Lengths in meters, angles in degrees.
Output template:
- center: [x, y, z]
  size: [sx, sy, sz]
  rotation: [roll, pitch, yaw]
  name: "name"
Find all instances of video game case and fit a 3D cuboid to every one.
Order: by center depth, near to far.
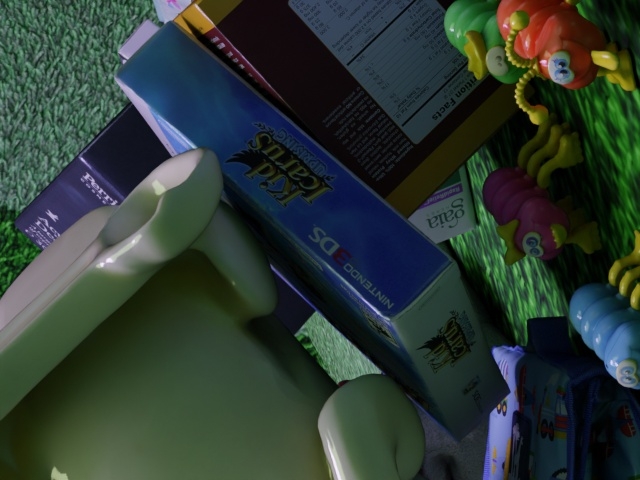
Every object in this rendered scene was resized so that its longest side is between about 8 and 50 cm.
- center: [0.000, 0.000, 1.078]
  size: [0.269, 0.061, 0.244]
  rotation: [42, 173, 27]
  name: "video game case"

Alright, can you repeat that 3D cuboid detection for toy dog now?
- center: [-0.061, 0.182, 1.057]
  size: [0.408, 0.284, 0.395]
  rotation: [47, 171, -12]
  name: "toy dog"

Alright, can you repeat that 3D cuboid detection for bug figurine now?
- center: [0.133, -0.047, 0.903]
  size: [0.216, 0.072, 0.279]
  rotation: [-123, 14, -63]
  name: "bug figurine"

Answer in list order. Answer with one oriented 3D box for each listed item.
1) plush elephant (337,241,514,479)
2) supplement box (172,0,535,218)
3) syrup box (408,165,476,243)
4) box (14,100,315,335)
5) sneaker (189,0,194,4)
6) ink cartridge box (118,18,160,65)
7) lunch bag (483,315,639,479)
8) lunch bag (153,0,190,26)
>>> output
- center: [0.061, 0.185, 1.394]
  size: [0.330, 0.255, 0.271]
  rotation: [-128, 18, -68]
  name: "plush elephant"
- center: [0.013, -0.124, 1.084]
  size: [0.194, 0.129, 0.191]
  rotation: [47, 173, -10]
  name: "supplement box"
- center: [0.052, -0.106, 1.288]
  size: [0.096, 0.093, 0.236]
  rotation: [-120, 12, -54]
  name: "syrup box"
- center: [-0.145, -0.023, 1.800]
  size: [0.293, 0.212, 0.395]
  rotation: [45, 158, -8]
  name: "box"
- center: [-0.053, -0.150, 1.249]
  size: [0.094, 0.090, 0.235]
  rotation: [-103, -1, -54]
  name: "sneaker"
- center: [-0.098, -0.125, 1.925]
  size: [0.333, 0.065, 0.165]
  rotation: [37, 166, 10]
  name: "ink cartridge box"
- center: [0.188, 0.198, 1.114]
  size: [0.221, 0.138, 0.293]
  rotation: [-177, 79, -84]
  name: "lunch bag"
- center: [-0.132, -0.324, 1.846]
  size: [0.262, 0.160, 0.223]
  rotation: [63, 175, 15]
  name: "lunch bag"
